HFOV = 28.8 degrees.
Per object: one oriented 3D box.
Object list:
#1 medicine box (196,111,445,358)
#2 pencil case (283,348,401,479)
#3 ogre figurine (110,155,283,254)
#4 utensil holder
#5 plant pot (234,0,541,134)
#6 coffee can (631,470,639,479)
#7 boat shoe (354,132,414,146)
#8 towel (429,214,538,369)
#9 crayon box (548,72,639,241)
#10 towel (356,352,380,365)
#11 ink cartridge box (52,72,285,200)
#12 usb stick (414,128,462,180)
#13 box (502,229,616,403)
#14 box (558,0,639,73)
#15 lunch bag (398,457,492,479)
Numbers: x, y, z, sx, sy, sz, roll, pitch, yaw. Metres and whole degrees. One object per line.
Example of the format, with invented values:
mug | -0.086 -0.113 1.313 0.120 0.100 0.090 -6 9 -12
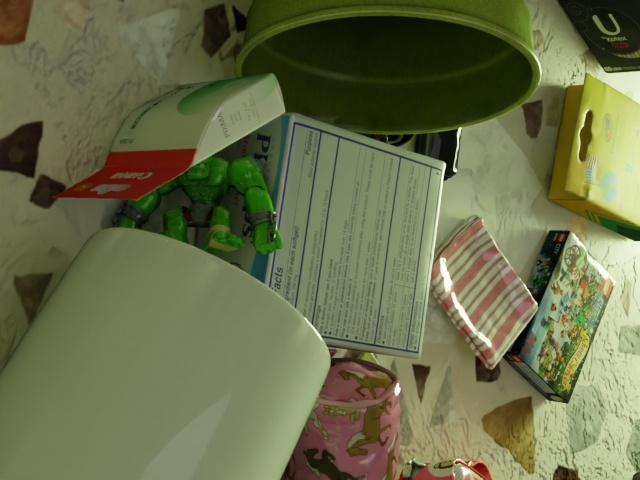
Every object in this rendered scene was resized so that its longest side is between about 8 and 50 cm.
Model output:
medicine box | 0.000 0.000 1.579 0.289 0.149 0.263 13 82 -42
pencil case | 0.016 0.332 1.553 0.160 0.167 0.386 -26 124 -58
ogre figurine | -0.140 -0.044 1.442 0.097 0.197 0.118 36 54 -53
utensil holder | -0.200 0.227 1.286 0.327 0.327 0.385 46 61 -34
plant pot | 0.086 -0.360 1.541 0.366 0.366 0.353 16 69 -42
coffee can | 0.581 0.557 2.102 0.201 0.201 0.275 42 65 -36
boat shoe | 0.074 -0.146 1.716 0.133 0.042 0.049 -15 104 -40
towel | 0.244 0.077 1.868 0.144 0.029 0.197 -47 111 -30
crayon box | 0.485 -0.133 2.069 0.318 0.081 0.202 21 77 -42
towel | 0.066 0.196 1.742 0.060 0.009 0.083 -50 123 -31
ink cartridge box | -0.176 -0.116 1.390 0.224 0.181 0.056 -32 112 -36
usb stick | 0.179 -0.226 1.807 0.077 0.045 0.278 9 86 -36
box | 0.385 0.122 2.011 0.159 0.044 0.233 41 65 -35
box | 0.492 -0.412 2.007 0.270 0.165 0.143 46 62 -33
lunch bag | 0.207 0.431 1.758 0.293 0.120 0.258 46 40 -46
